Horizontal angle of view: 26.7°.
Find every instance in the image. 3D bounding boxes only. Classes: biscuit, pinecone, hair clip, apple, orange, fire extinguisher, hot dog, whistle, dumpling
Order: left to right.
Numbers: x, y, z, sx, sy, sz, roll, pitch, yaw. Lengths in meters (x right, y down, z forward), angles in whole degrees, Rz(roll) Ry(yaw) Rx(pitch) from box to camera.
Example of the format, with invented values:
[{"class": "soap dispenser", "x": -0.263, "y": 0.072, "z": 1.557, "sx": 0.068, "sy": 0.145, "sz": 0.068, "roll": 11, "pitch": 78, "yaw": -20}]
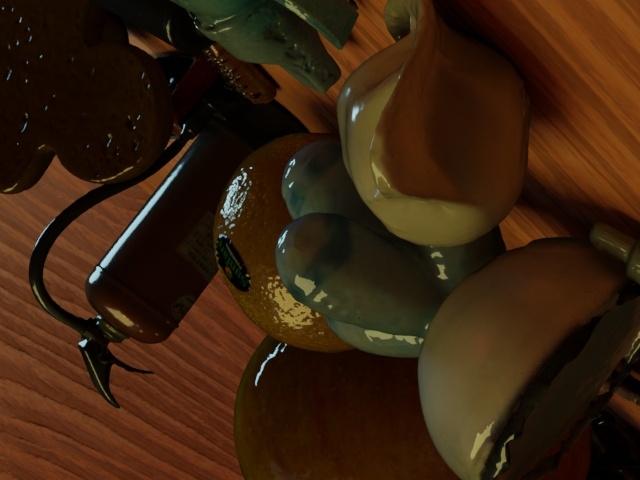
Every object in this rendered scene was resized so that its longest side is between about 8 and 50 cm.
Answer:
[{"class": "biscuit", "x": -0.311, "y": -0.192, "z": 1.484, "sx": 0.432, "sy": 0.283, "sz": 0.064, "roll": 30, "pitch": -165, "yaw": 31}, {"class": "fire extinguisher", "x": -0.184, "y": -0.014, "z": 1.496, "sx": 0.200, "sy": 0.376, "sz": 0.113, "roll": 37, "pitch": 172, "yaw": -14}, {"class": "whistle", "x": -0.075, "y": -0.201, "z": 1.018, "sx": 0.186, "sy": 0.093, "sz": 0.274, "roll": 28, "pitch": 171, "yaw": 48}, {"class": "hot dog", "x": -0.089, "y": -0.177, "z": 1.390, "sx": 0.049, "sy": 0.037, "sz": 0.122, "roll": 23, "pitch": 166, "yaw": 50}, {"class": "orange", "x": 0.000, "y": 0.000, "z": 1.358, "sx": 0.236, "sy": 0.236, "sz": 0.236, "roll": 37, "pitch": 172, "yaw": 6}, {"class": "apple", "x": 0.093, "y": 0.232, "z": 1.519, "sx": 0.401, "sy": 0.333, "sz": 0.400, "roll": 12, "pitch": 133, "yaw": 14}, {"class": "dumpling", "x": 0.075, "y": -0.077, "z": 0.914, "sx": 0.132, "sy": 0.162, "sz": 0.250, "roll": -2, "pitch": 173, "yaw": 13}, {"class": "pinecone", "x": 0.311, "y": 0.330, "z": 1.762, "sx": 0.244, "sy": 0.309, "sz": 0.244, "roll": 24, "pitch": 133, "yaw": 28}, {"class": "hair clip", "x": 0.284, "y": 0.123, "z": 1.410, "sx": 0.146, "sy": 0.056, "sz": 0.187, "roll": 39, "pitch": 179, "yaw": 45}]

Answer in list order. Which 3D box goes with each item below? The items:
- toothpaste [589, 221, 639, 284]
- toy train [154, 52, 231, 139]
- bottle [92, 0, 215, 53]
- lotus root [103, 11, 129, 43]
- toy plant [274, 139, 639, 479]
[{"class": "toothpaste", "x": 0.306, "y": 0.050, "z": 0.968, "sx": 0.255, "sy": 0.037, "sz": 0.067, "roll": 30, "pitch": 166, "yaw": 26}, {"class": "toy train", "x": -0.194, "y": -0.175, "z": 1.686, "sx": 0.089, "sy": 0.086, "sz": 0.409, "roll": 39, "pitch": 172, "yaw": -19}, {"class": "bottle", "x": -0.191, "y": -0.253, "z": 1.268, "sx": 0.244, "sy": 0.072, "sz": 0.082, "roll": 32, "pitch": 166, "yaw": 36}, {"class": "lotus root", "x": -0.305, "y": -0.277, "z": 1.641, "sx": 0.183, "sy": 0.078, "sz": 0.204, "roll": 30, "pitch": -177, "yaw": -44}, {"class": "toy plant", "x": 0.094, "y": 0.032, "z": 1.131, "sx": 0.332, "sy": 0.247, "sz": 0.247, "roll": 40, "pitch": 174, "yaw": 23}]
